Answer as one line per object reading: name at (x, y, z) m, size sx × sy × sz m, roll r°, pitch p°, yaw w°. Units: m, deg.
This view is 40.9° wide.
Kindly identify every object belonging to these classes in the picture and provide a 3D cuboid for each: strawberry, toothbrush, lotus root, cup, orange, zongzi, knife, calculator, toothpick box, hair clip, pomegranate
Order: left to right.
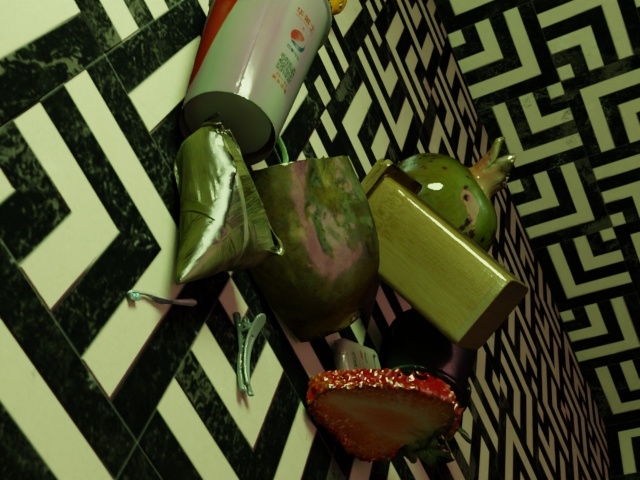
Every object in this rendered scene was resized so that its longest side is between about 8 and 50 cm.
toothbrush at (-0.182, 0.068, 0.997) m, size 0.131 × 0.011 × 0.013 m, roll 17°, pitch 45°, yaw -64°
zongzi at (-0.155, -0.050, 1.061) m, size 0.204 × 0.094 × 0.205 m, roll -18°, pitch 86°, yaw -60°
cup at (-0.103, -0.251, 1.235) m, size 0.203 × 0.203 × 0.288 m, roll 54°, pitch 33°, yaw -37°
hair clip at (-0.092, 0.145, 1.119) m, size 0.030 × 0.039 × 0.115 m, roll 36°, pitch 43°, yaw -47°
knife at (-0.044, -0.096, 1.452) m, size 0.212 × 0.015 × 0.054 m, roll 65°, pitch 22°, yaw -15°
lotus root at (-0.002, 0.013, 1.296) m, size 0.267 × 0.149 × 0.260 m, roll -9°, pitch 83°, yaw -63°
orange at (0.018, -0.522, 1.845) m, size 0.083 × 0.083 × 0.083 m, roll 49°, pitch 31°, yaw -44°
calculator at (0.065, 0.222, 1.440) m, size 0.175 × 0.032 × 0.100 m, roll 30°, pitch 46°, yaw -60°
strawberry at (0.101, 0.252, 1.319) m, size 0.286 × 0.188 × 0.106 m, roll 31°, pitch 29°, yaw -28°
toothpick box at (0.189, 0.033, 1.493) m, size 0.308 × 0.190 × 0.187 m, roll 42°, pitch 8°, yaw 26°
cup at (0.213, 0.243, 1.587) m, size 0.223 × 0.169 × 0.176 m, roll 49°, pitch 35°, yaw -24°
pomegranate at (0.273, -0.055, 1.773) m, size 0.291 × 0.323 × 0.291 m, roll -17°, pitch 90°, yaw -85°
